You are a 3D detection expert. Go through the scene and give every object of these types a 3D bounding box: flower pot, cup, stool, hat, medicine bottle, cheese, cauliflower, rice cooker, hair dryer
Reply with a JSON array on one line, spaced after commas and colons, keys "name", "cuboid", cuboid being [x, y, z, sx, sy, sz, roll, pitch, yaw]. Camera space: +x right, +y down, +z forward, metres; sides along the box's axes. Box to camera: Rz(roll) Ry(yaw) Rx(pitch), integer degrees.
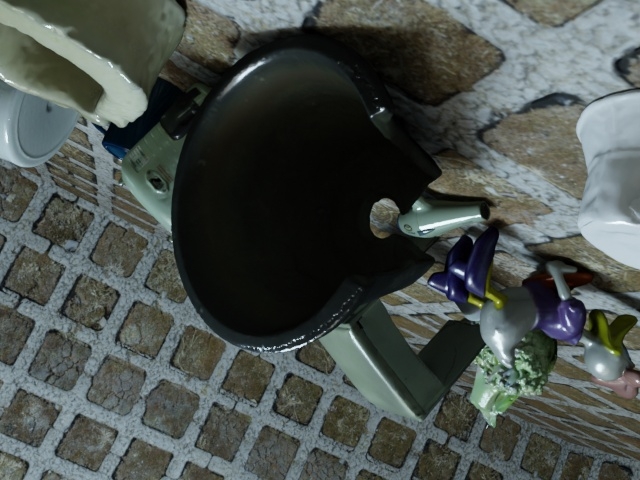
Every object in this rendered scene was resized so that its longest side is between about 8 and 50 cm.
[{"name": "flower pot", "cuboid": [0.005, -0.048, 0.905, 0.379, 0.380, 0.251, 14, -176, 41]}, {"name": "cup", "cuboid": [-0.316, -0.205, 1.204, 0.150, 0.138, 0.113, 19, 166, 24]}, {"name": "stool", "cuboid": [0.163, 0.164, 1.342, 0.244, 0.269, 0.170, 53, 158, -15]}, {"name": "hat", "cuboid": [0.332, -0.044, 0.680, 0.203, 0.126, 0.203, 26, 170, 5]}, {"name": "medicine bottle", "cuboid": [-0.553, -0.270, 1.163, 0.231, 0.238, 0.238, 24, 167, 4]}, {"name": "cheese", "cuboid": [-0.342, -0.282, 0.915, 0.292, 0.153, 0.332, 28, 167, -14]}, {"name": "cauliflower", "cuboid": [0.402, 0.290, 1.550, 0.238, 0.316, 0.256, 11, -168, -33]}, {"name": "cup", "cuboid": [0.328, 0.113, 1.456, 0.104, 0.074, 0.116, -13, 142, 30]}, {"name": "rice cooker", "cuboid": [-0.173, -0.119, 1.080, 0.226, 0.244, 0.226, 47, -176, -5]}, {"name": "hair dryer", "cuboid": [0.169, -0.077, 1.064, 0.167, 0.067, 0.199, 3, 142, 36]}]

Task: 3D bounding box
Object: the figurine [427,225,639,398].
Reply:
[{"name": "figurine", "cuboid": [0.385, 0.136, 1.149, 0.420, 0.193, 0.154, 21, 164, -4]}]
